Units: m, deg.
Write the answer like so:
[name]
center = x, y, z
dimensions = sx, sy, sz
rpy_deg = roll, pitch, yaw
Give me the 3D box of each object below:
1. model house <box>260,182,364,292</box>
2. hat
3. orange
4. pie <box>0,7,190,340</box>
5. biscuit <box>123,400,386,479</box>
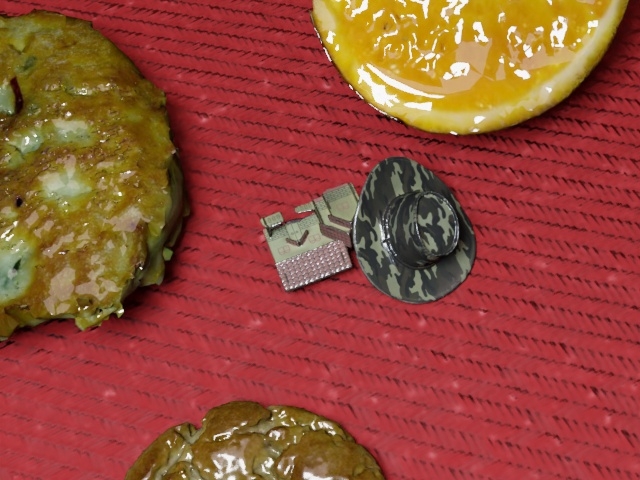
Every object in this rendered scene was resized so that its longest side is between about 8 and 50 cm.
[model house]
center = 0.000, 0.000, 0.992
dimensions = 0.083, 0.057, 0.058
rpy_deg = -19, 56, -3
[hat]
center = 0.080, -0.012, 0.970
dimensions = 0.121, 0.050, 0.121
rpy_deg = 5, 78, -23
[orange]
center = 0.123, -0.245, 0.992
dimensions = 0.274, 0.274, 0.310
rpy_deg = -2, 62, 9
[pie]
center = -0.259, -0.052, 1.037
dimensions = 0.288, 0.103, 0.354
rpy_deg = -20, 57, -1
[biscuit]
center = -0.050, 0.217, 0.892
dimensions = 0.226, 0.042, 0.226
rpy_deg = -5, 61, 8
